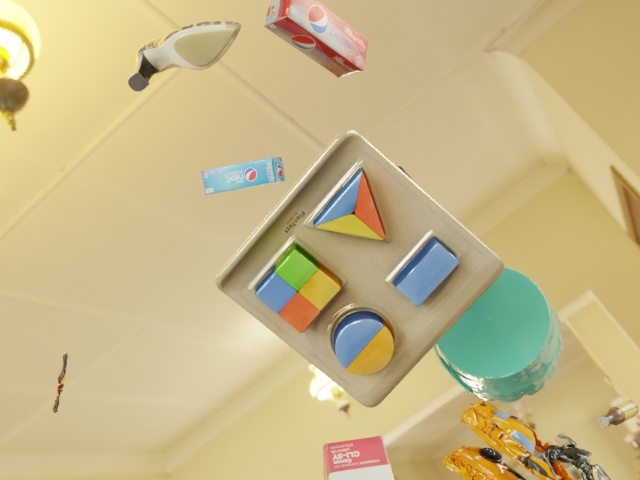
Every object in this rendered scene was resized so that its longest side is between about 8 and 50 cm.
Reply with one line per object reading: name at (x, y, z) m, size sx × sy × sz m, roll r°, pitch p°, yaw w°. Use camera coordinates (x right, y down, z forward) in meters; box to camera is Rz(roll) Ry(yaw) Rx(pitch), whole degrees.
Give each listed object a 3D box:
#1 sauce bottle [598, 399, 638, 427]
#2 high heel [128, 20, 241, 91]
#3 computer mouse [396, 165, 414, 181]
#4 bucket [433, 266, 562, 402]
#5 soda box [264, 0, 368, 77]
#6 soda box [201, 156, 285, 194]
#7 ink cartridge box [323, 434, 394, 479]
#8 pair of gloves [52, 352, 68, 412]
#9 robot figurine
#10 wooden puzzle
sauce bottle at (0.688, 0.403, 1.630) m, size 0.128 × 0.042 × 0.042 m, roll -5°, pitch -38°, yaw -38°
high heel at (-0.274, -0.411, 1.452) m, size 0.261 × 0.186 × 0.093 m, roll -23°, pitch -57°, yaw 14°
computer mouse at (0.205, -0.043, 1.385) m, size 0.041 × 0.242 × 0.071 m, roll -19°, pitch -11°, yaw -30°
bucket at (0.374, 0.194, 1.504) m, size 0.281 × 0.281 × 0.183 m, roll -35°, pitch -31°, yaw 6°
soda box at (-0.005, -0.483, 1.644) m, size 0.083 × 0.092 × 0.263 m, roll -5°, pitch -20°, yaw 44°
soda box at (-0.204, -0.171, 1.867) m, size 0.210 × 0.067 × 0.071 m, roll -8°, pitch 5°, yaw 19°
ink cartridge box at (0.110, 0.712, 1.675) m, size 0.160 × 0.385 × 0.279 m, roll -5°, pitch -54°, yaw -7°
pair of gloves at (-0.405, 0.221, 1.095) m, size 0.010 × 0.074 × 0.083 m, roll 12°, pitch -58°, yaw -20°
robot figurine at (0.359, 0.418, 1.223) m, size 0.085 × 0.291 × 0.211 m, roll -4°, pitch -64°, yaw -43°
wooden puzzle at (0.066, 0.058, 1.073) m, size 0.322 × 0.348 × 0.080 m, roll -49°, pitch 13°, yaw 7°
